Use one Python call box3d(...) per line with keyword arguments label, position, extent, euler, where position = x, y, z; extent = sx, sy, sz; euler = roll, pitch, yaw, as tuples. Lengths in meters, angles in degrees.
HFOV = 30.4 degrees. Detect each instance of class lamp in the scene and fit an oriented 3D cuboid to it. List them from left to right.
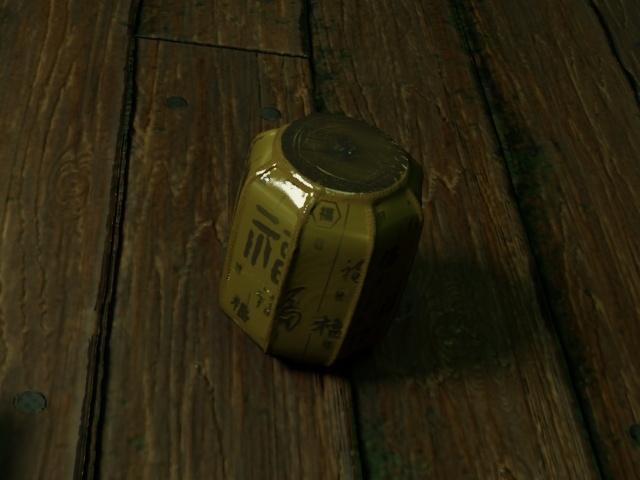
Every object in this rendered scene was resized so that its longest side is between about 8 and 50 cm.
box3d(label="lamp", position=(0.000, 0.000, 0.957), extent=(0.161, 0.185, 0.161), euler=(8, 40, -7))
